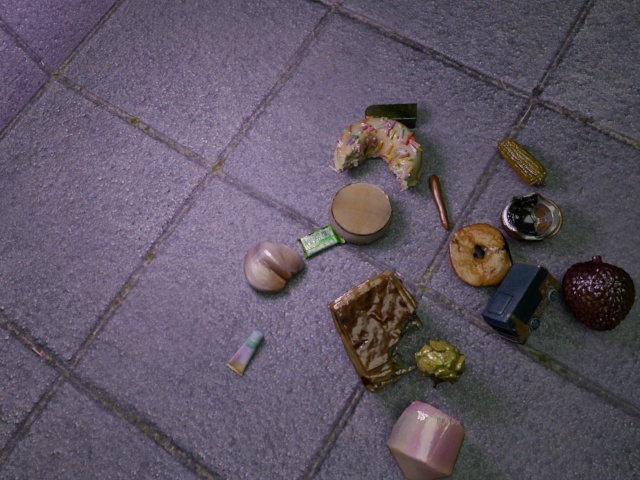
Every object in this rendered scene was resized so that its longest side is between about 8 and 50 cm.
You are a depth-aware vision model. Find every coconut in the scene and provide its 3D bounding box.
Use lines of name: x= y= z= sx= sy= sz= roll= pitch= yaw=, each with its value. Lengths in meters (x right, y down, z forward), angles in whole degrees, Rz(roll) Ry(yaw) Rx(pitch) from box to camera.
coconut: x=0.349 y=0.689 z=1.626 sx=0.233 sy=0.233 sz=0.245 roll=27 pitch=76 yaw=12

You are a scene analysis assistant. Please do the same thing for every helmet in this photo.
helmet: x=0.803 y=-0.080 z=1.868 sx=0.225 sy=0.130 sz=0.198 roll=1 pitch=77 yaw=-6

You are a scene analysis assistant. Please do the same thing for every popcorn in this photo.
popcorn: x=0.418 y=0.437 z=1.704 sx=0.169 sy=0.195 sz=0.173 roll=-3 pitch=72 yaw=-2

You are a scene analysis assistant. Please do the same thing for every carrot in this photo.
carrot: x=0.488 y=-0.157 z=1.965 sx=0.043 sy=0.043 sz=0.247 roll=-11 pitch=73 yaw=1

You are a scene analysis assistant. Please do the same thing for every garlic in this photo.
garlic: x=-0.208 y=0.097 z=1.911 sx=0.228 sy=0.110 sz=0.217 roll=36 pitch=82 yaw=14

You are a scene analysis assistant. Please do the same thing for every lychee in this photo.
lychee: x=0.992 y=0.188 z=1.716 sx=0.236 sy=0.236 sz=0.270 roll=-8 pitch=87 yaw=2

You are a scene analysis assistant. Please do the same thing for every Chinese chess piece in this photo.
Chinese chess piece: x=0.161 y=-0.111 z=1.934 sx=0.258 sy=0.104 sz=0.256 roll=0 pitch=69 yaw=0

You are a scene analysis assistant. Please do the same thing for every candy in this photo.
candy: x=0.000 y=0.000 z=1.961 sx=0.179 sy=0.032 sz=0.102 roll=-25 pitch=75 yaw=-5

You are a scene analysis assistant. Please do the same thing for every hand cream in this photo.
hand cream: x=-0.285 y=0.429 z=1.849 sx=0.076 sy=0.047 sz=0.174 roll=34 pitch=87 yaw=12

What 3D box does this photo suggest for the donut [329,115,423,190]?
donut: x=0.250 y=-0.373 z=1.975 sx=0.372 sy=0.150 sz=0.307 roll=17 pitch=61 yaw=7

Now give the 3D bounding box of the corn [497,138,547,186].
corn: x=0.826 y=-0.316 z=1.959 sx=0.097 sy=0.097 sz=0.261 roll=-33 pitch=69 yaw=-6

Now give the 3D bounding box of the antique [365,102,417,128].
antique: x=0.304 y=-0.540 z=2.081 sx=0.221 sy=0.080 sz=0.081 roll=1 pitch=72 yaw=6

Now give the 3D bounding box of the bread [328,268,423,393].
bread: x=0.216 y=0.329 z=1.764 sx=0.314 sy=0.191 sz=0.369 roll=-29 pitch=85 yaw=-10

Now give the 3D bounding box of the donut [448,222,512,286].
donut: x=0.609 y=0.059 z=1.848 sx=0.254 sy=0.118 sz=0.253 roll=-1 pitch=70 yaw=4

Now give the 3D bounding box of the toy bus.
toy bus: x=0.726 y=0.221 z=1.744 sx=0.167 sy=0.139 sz=0.275 roll=40 pitch=79 yaw=-24
